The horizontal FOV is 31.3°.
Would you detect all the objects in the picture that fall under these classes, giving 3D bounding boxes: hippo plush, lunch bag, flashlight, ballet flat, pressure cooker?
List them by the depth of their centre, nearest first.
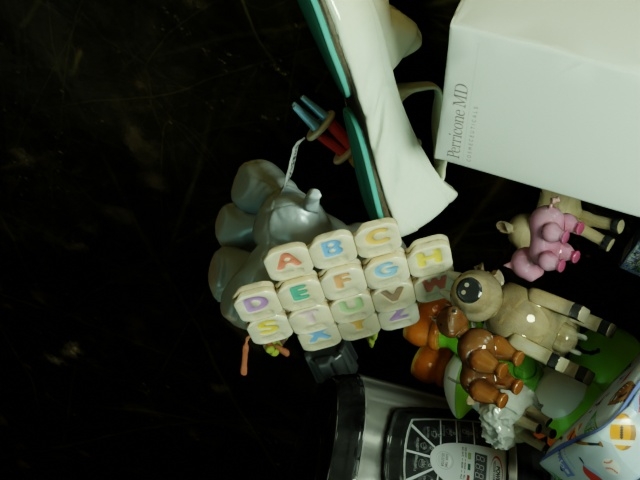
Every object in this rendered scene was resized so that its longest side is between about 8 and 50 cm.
[{"bbox_3d":[0.073,-0.188,1.361,0.139,0.139,0.400,0,126,31],"label":"ballet flat"},{"bbox_3d":[0.414,0.195,1.399,0.115,0.303,0.243,46,157,11],"label":"lunch bag"},{"bbox_3d":[0.000,0.000,1.603,0.236,0.234,0.294,16,125,-27],"label":"hippo plush"},{"bbox_3d":[0.169,0.412,1.752,0.420,0.375,0.370,16,104,-8],"label":"pressure cooker"},{"bbox_3d":[0.060,0.273,1.952,0.103,0.103,0.304,23,146,47],"label":"flashlight"}]

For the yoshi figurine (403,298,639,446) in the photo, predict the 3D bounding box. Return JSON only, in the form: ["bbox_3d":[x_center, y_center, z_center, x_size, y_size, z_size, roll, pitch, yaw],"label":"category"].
[{"bbox_3d":[0.315,0.171,1.654,0.362,0.203,0.203,22,104,29],"label":"yoshi figurine"}]

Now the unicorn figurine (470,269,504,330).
[{"bbox_3d":[0.225,0.091,1.562,0.060,0.111,0.162,-3,172,23],"label":"unicorn figurine"}]

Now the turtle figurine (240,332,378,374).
[{"bbox_3d":[-0.014,0.095,1.744,0.217,0.087,0.269,15,99,0],"label":"turtle figurine"}]

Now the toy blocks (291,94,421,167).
[{"bbox_3d":[0.042,-0.146,1.491,0.148,0.054,0.123,41,142,-17],"label":"toy blocks"}]

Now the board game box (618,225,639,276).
[{"bbox_3d":[0.493,0.019,1.412,0.194,0.060,0.194,24,143,5],"label":"board game box"}]

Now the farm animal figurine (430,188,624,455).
[{"bbox_3d":[0.255,0.067,1.440,0.172,0.330,0.327,25,162,37],"label":"farm animal figurine"}]

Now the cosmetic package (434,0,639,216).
[{"bbox_3d":[0.329,-0.154,1.224,0.385,0.156,0.217,15,144,14],"label":"cosmetic package"}]

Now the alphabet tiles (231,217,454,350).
[{"bbox_3d":[0.035,0.068,1.479,0.284,0.021,0.278,-15,147,2],"label":"alphabet tiles"}]
